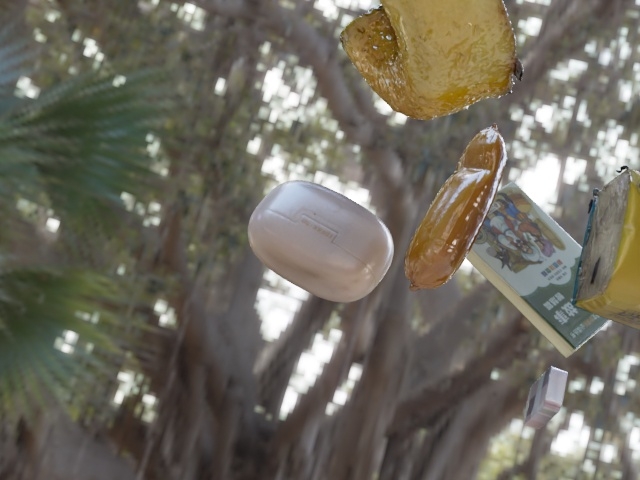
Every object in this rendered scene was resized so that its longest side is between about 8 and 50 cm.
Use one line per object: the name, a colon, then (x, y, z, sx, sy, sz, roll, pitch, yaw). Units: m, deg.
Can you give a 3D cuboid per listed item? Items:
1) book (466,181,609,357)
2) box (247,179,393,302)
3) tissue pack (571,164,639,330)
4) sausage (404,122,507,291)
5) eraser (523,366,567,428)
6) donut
book: (0.329, 0.038, 2.186, 0.264, 0.202, 0.027, 46, -49, 13)
box: (0.000, 0.000, 1.974, 0.200, 0.146, 0.088, 28, -28, 16)
tissue pack: (0.494, 0.036, 1.977, 0.271, 0.192, 0.134, 18, -18, -14)
sausage: (0.128, -0.026, 1.347, 0.054, 0.183, 0.062, 40, -23, -25)
eraser: (0.313, 0.220, 2.023, 0.026, 0.065, 0.105, 19, -26, -2)
donut: (0.114, -0.364, 2.075, 0.377, 0.163, 0.435, 41, -24, 62)
